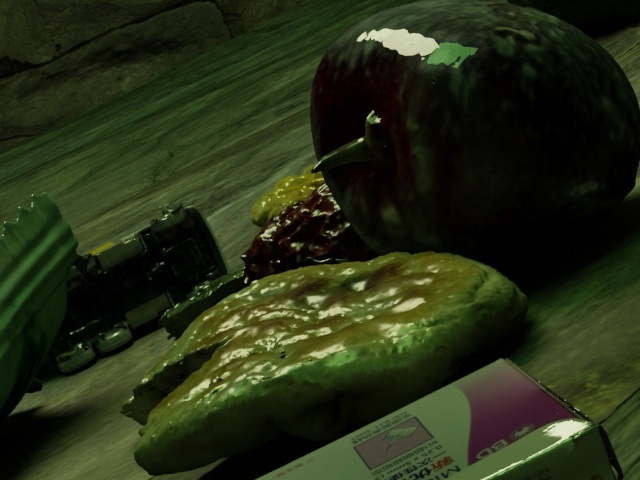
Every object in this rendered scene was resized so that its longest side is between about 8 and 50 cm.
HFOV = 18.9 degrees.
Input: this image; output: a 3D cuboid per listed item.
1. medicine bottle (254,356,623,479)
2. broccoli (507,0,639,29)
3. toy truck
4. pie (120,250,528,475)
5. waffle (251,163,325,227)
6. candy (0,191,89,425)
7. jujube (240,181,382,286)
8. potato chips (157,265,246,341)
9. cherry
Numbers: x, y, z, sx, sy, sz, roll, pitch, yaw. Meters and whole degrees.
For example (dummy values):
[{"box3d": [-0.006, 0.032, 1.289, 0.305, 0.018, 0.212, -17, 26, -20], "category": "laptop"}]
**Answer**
[{"box3d": [0.053, 0.144, 1.087, 0.201, 0.052, 0.171, -25, 12, -5], "category": "medicine bottle"}, {"box3d": [0.331, -0.410, 2.505, 0.303, 0.283, 0.321, -17, 26, -30], "category": "broccoli"}, {"box3d": [-0.209, 0.049, 1.861, 0.227, 0.098, 0.114, -28, 7, -20], "category": "toy truck"}, {"box3d": [-0.005, 0.078, 1.418, 0.337, 0.075, 0.337, -20, 11, 4], "category": "pie"}, {"box3d": [0.057, -0.069, 2.014, 0.261, 0.056, 0.250, -28, 12, -19], "category": "waffle"}, {"box3d": [-0.391, 0.139, 1.643, 0.398, 0.172, 0.263, -28, 12, 22], "category": "candy"}, {"box3d": [0.003, -0.001, 1.705, 0.166, 0.104, 0.104, -13, 15, 43], "category": "jujube"}, {"box3d": [-0.085, 0.048, 1.788, 0.207, 0.028, 0.092, -33, -6, -38], "category": "potato chips"}, {"box3d": [0.120, -0.087, 1.557, 0.296, 0.218, 0.255, -3, 4, -34], "category": "cherry"}]
